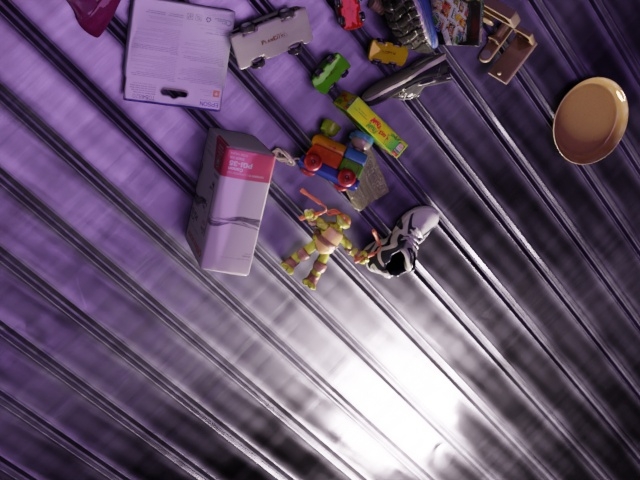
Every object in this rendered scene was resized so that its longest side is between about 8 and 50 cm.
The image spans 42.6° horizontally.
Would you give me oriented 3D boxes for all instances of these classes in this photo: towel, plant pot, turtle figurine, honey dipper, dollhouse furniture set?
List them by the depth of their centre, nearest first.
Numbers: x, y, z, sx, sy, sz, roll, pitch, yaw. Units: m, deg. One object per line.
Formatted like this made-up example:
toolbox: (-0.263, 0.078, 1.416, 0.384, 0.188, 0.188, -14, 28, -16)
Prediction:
honey dipper: (0.182, -0.522, 1.927, 0.160, 0.030, 0.030, 22, 101, -31)
dollhouse furniture set: (0.411, -0.484, 1.961, 0.123, 0.144, 0.151, -53, 154, 5)
turtle figurine: (0.000, 0.000, 2.023, 0.269, 0.087, 0.217, 36, 101, -27)
towel: (0.102, -0.156, 2.035, 0.110, 0.027, 0.148, -33, 116, -7)
plant pot: (0.718, -0.322, 2.202, 0.236, 0.032, 0.236, -7, 111, -18)

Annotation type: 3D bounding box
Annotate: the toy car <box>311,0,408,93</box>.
toy car: (0.060, -0.437, 1.898, 0.225, 0.053, 0.239, -47, 118, 2)

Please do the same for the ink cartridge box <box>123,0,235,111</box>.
ink cartridge box: (-0.309, -0.403, 1.775, 0.223, 0.045, 0.224, 4, 108, -23)

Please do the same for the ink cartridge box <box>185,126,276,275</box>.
ink cartridge box: (-0.206, -0.089, 1.841, 0.117, 0.207, 0.283, 8, 106, -22)

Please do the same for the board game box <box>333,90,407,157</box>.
board game box: (0.119, -0.278, 1.958, 0.181, 0.092, 0.043, 39, 92, -28)

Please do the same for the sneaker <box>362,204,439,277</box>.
sneaker: (0.227, 0.013, 2.075, 0.235, 0.153, 0.094, -32, 119, -6)

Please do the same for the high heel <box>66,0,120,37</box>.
high heel: (-0.407, -0.529, 1.687, 0.244, 0.082, 0.117, -48, 148, -12)

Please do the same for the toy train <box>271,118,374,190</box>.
toy train: (-0.004, -0.226, 1.939, 0.248, 0.105, 0.143, 25, 84, -3)

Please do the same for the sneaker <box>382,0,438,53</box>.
sneaker: (0.215, -0.587, 1.840, 0.147, 0.129, 0.330, -22, 104, -24)

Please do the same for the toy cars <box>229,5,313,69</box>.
toy cars: (-0.064, -0.541, 1.794, 0.176, 0.087, 0.394, 24, 104, -37)

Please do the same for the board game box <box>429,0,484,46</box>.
board game box: (0.314, -0.586, 1.904, 0.030, 0.136, 0.260, -36, 131, -57)

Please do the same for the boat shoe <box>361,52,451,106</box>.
boat shoe: (0.209, -0.369, 1.962, 0.233, 0.084, 0.079, -27, 116, -13)
